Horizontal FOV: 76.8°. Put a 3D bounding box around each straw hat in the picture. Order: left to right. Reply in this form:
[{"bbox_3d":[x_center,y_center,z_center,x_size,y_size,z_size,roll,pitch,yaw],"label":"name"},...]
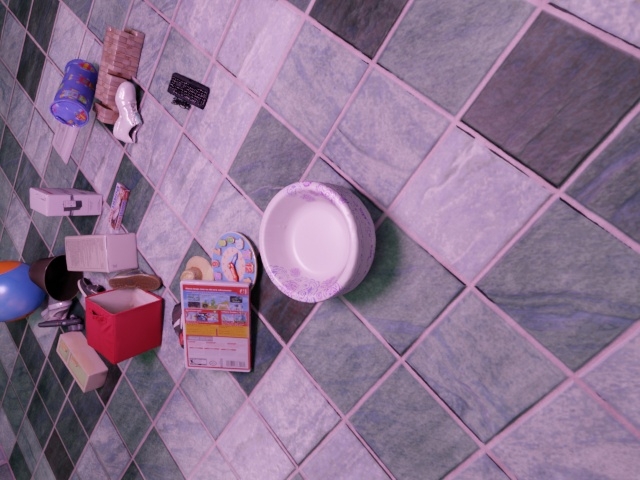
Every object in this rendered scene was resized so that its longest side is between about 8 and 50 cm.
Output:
[{"bbox_3d":[-0.424,0.120,1.332,0.144,0.061,0.145,4,97,33],"label":"straw hat"}]

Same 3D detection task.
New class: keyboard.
[{"bbox_3d":[-0.441,-0.475,1.306,0.192,0.038,0.100,31,110,29],"label":"keyboard"}]

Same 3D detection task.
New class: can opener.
[{"bbox_3d":[-1.150,0.368,1.790,0.186,0.059,0.073,0,79,-8],"label":"can opener"}]

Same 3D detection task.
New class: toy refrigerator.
[{"bbox_3d":[-1.046,0.523,1.763,0.269,0.094,0.102,37,114,26],"label":"toy refrigerator"}]

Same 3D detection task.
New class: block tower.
[{"bbox_3d":[-0.734,-0.595,1.458,0.091,0.097,0.336,32,110,28],"label":"block tower"}]

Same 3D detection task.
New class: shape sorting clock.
[{"bbox_3d":[-0.268,0.075,1.235,0.206,0.040,0.206,3,95,33],"label":"shape sorting clock"}]

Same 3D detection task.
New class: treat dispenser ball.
[{"bbox_3d":[-1.462,0.238,1.900,0.288,0.288,0.288,3,96,34],"label":"treat dispenser ball"}]

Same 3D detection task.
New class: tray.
[{"bbox_3d":[-1.108,-0.481,1.756,0.145,0.030,0.270,48,117,22],"label":"tray"}]

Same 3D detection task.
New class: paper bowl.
[{"bbox_3d":[0.000,0.000,0.985,0.284,0.148,0.284,4,96,34],"label":"paper bowl"}]

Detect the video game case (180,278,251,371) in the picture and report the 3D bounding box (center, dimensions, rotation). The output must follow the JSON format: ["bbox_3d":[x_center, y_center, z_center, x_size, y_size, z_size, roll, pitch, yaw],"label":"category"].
[{"bbox_3d":[-0.309,0.258,1.210,0.204,0.025,0.285,3,105,3],"label":"video game case"}]

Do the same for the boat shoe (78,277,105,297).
[{"bbox_3d":[-0.937,0.221,1.688,0.233,0.084,0.079,34,74,34],"label":"boat shoe"}]

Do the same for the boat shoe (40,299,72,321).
[{"bbox_3d":[-1.209,0.341,1.858,0.267,0.096,0.088,-24,85,34],"label":"boat shoe"}]

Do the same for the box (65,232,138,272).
[{"bbox_3d":[-0.860,0.046,1.580,0.311,0.121,0.148,0,94,34],"label":"box"}]

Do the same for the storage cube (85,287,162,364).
[{"bbox_3d":[-0.704,0.292,1.448,0.183,0.215,0.193,17,109,31],"label":"storage cube"}]

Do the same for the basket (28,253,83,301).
[{"bbox_3d":[-1.183,0.151,1.794,0.226,0.154,0.205,6,96,37],"label":"basket"}]

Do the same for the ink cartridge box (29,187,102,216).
[{"bbox_3d":[-1.013,-0.155,1.613,0.153,0.208,0.087,18,104,32],"label":"ink cartridge box"}]

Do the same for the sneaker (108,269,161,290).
[{"bbox_3d":[-0.671,0.137,1.494,0.192,0.086,0.064,-1,113,5],"label":"sneaker"}]

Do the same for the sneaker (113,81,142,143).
[{"bbox_3d":[-0.681,-0.455,1.456,0.094,0.080,0.212,25,115,17],"label":"sneaker"}]

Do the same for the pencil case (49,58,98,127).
[{"bbox_3d":[-0.906,-0.545,1.495,0.133,0.119,0.306,-30,50,18],"label":"pencil case"}]

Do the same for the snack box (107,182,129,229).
[{"bbox_3d":[-0.790,-0.132,1.577,0.064,0.022,0.178,37,113,27],"label":"snack box"}]

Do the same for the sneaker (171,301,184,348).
[{"bbox_3d":[-0.407,0.222,1.301,0.135,0.097,0.276,46,121,21],"label":"sneaker"}]
